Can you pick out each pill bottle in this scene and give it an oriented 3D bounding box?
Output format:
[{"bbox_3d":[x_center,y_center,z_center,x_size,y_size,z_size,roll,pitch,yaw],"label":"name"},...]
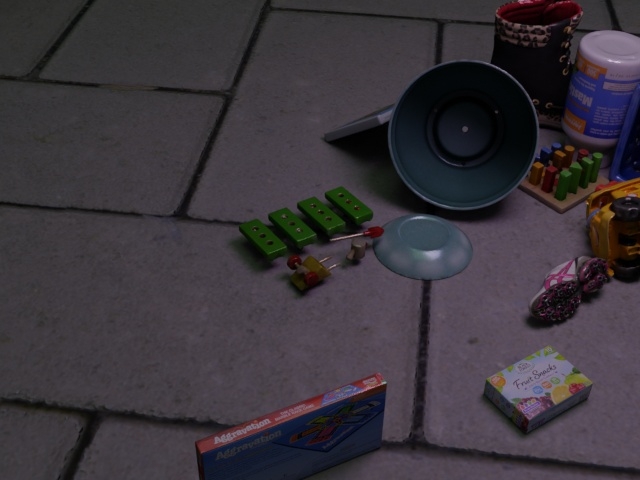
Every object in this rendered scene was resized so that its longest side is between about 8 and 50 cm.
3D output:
[{"bbox_3d":[0.601,-0.294,1.870,0.152,0.272,0.152,2,39,-1],"label":"pill bottle"}]

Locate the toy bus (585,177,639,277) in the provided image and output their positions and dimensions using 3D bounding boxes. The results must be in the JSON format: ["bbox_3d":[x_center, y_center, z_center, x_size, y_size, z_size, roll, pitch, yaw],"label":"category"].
[{"bbox_3d":[0.586,-0.048,1.685,0.220,0.150,0.211,-17,30,-17],"label":"toy bus"}]

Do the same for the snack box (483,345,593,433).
[{"bbox_3d":[0.347,0.236,1.399,0.141,0.037,0.100,-22,43,-26],"label":"snack box"}]

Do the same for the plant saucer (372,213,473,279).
[{"bbox_3d":[0.198,-0.001,1.685,0.194,0.038,0.195,0,40,0],"label":"plant saucer"}]

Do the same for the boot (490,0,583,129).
[{"bbox_3d":[0.550,-0.396,1.968,0.377,0.284,0.138,3,47,8],"label":"boot"}]

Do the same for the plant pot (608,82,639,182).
[{"bbox_3d":[0.772,-0.205,1.807,0.212,0.236,0.236,-26,46,-37],"label":"plant pot"}]

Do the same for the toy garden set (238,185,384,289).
[{"bbox_3d":[0.000,0.000,1.671,0.244,0.049,0.204,-22,43,-27],"label":"toy garden set"}]

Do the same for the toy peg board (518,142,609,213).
[{"bbox_3d":[0.504,-0.154,1.849,0.161,0.079,0.160,-26,47,-30],"label":"toy peg board"}]

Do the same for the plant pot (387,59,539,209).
[{"bbox_3d":[0.295,-0.222,1.800,0.292,0.293,0.196,9,13,9],"label":"plant pot"}]

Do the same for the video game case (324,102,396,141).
[{"bbox_3d":[0.138,-0.278,1.936,0.193,0.023,0.212,-28,11,-31],"label":"video game case"}]

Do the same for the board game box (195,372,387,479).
[{"bbox_3d":[-0.037,0.288,1.238,0.281,0.145,0.027,-17,43,-21],"label":"board game box"}]

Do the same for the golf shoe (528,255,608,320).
[{"bbox_3d":[0.432,0.088,1.574,0.186,0.068,0.086,-28,19,-29],"label":"golf shoe"}]
